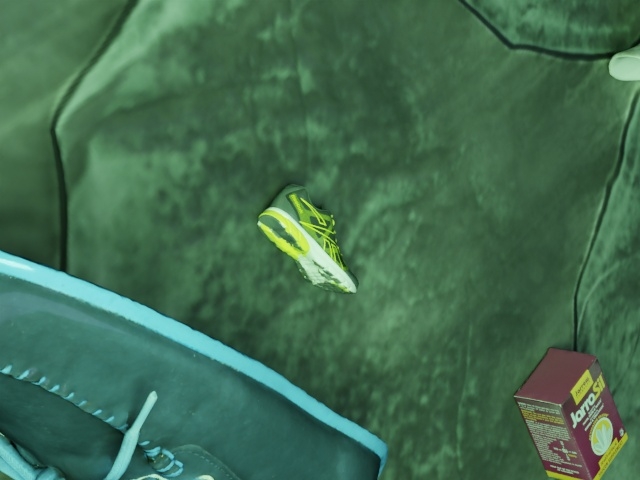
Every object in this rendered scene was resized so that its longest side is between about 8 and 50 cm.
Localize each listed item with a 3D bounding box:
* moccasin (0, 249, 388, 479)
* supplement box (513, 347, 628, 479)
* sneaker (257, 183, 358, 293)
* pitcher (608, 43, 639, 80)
[{"bbox_3d":[-0.080,0.100,0.621,0.342,0.138,0.116,34,75,-42],"label":"moccasin"},{"bbox_3d":[0.181,0.127,0.956,0.055,0.043,0.083,-46,124,-31],"label":"supplement box"},{"bbox_3d":[0.000,0.000,0.764,0.083,0.031,0.035,47,61,-38],"label":"sneaker"},{"bbox_3d":[0.324,-0.198,0.993,0.178,0.125,0.207,20,83,-17],"label":"pitcher"}]
